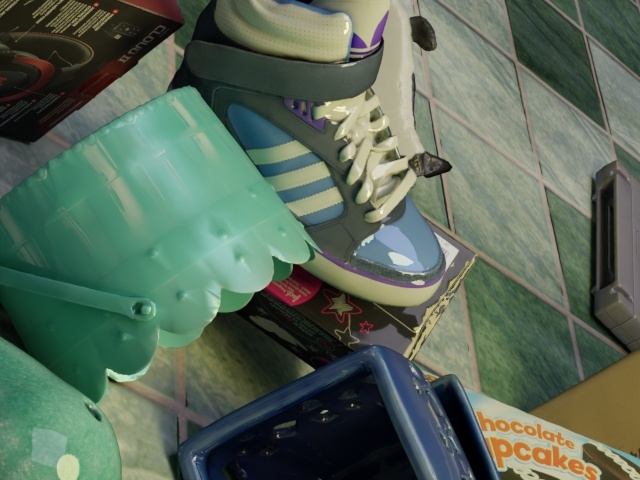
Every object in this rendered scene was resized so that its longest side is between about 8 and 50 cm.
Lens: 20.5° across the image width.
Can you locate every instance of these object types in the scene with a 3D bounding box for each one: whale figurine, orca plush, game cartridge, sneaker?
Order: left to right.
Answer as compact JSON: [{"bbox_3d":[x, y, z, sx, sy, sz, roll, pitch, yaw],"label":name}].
[{"bbox_3d":[-0.250,0.128,1.363,0.272,0.141,0.216,60,11,25],"label":"whale figurine"},{"bbox_3d":[0.024,-0.109,1.567,0.323,0.236,0.130,41,41,2],"label":"sneaker"},{"bbox_3d":[0.089,-0.206,2.262,0.287,0.151,0.102,59,-2,11],"label":"orca plush"},{"bbox_3d":[0.493,0.062,2.642,0.230,0.068,0.355,47,30,-24],"label":"game cartridge"}]

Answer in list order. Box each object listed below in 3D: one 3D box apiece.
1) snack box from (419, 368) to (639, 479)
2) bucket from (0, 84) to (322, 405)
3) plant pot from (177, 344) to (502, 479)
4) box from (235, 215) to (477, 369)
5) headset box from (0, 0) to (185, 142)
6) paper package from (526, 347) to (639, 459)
[{"bbox_3d":[0.217,0.267,1.893,0.322,0.060,0.187,22,36,-6],"label":"snack box"},{"bbox_3d":[-0.157,0.010,1.511,0.183,0.281,0.281,56,29,2],"label":"bucket"},{"bbox_3d":[0.046,0.248,1.620,0.212,0.236,0.236,13,51,-60],"label":"plant pot"},{"bbox_3d":[-0.001,0.017,1.742,0.247,0.142,0.163,36,71,-5],"label":"box"},{"bbox_3d":[-0.284,-0.204,1.577,0.293,0.218,0.110,13,51,-50],"label":"headset box"},{"bbox_3d":[0.431,0.279,2.058,0.168,0.325,0.309,19,45,-48],"label":"paper package"}]
